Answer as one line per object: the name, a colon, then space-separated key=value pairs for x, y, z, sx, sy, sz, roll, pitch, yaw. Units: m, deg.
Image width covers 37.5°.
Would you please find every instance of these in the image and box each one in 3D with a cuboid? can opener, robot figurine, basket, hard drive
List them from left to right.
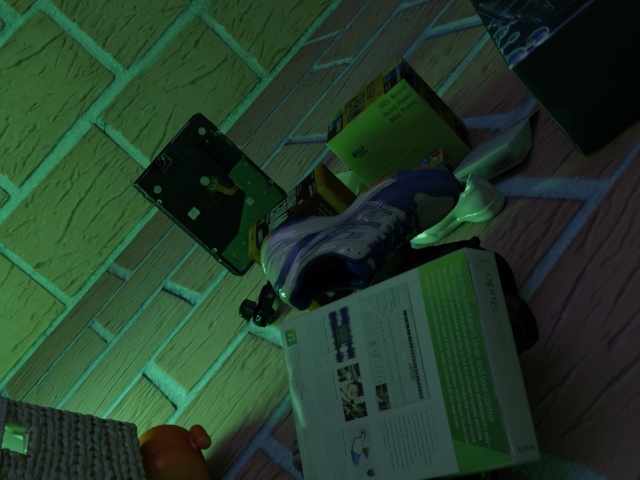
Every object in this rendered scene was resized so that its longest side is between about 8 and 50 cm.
basket: x=-0.432 y=0.455 z=1.470 sx=0.328 sy=0.267 sz=0.331 roll=-141 pitch=62 yaw=-71
robot figurine: x=-0.259 y=0.397 z=1.616 sx=0.158 sy=0.128 sz=0.219 roll=-13 pitch=14 yaw=-14
hard drive: x=-0.247 y=-0.107 z=2.263 sx=0.237 sy=0.339 sz=0.064 roll=-52 pitch=18 yaw=-13
can opener: x=-0.115 y=0.121 z=1.967 sx=0.059 sy=0.073 sz=0.186 roll=-47 pitch=8 yaw=25

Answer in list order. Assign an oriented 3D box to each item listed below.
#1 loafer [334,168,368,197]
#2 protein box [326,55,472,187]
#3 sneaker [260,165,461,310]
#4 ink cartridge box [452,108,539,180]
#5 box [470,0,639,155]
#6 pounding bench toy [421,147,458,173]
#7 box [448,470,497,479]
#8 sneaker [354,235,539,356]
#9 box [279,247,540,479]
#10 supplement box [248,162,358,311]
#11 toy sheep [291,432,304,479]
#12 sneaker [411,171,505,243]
loafer: x=0.060 y=-0.100 z=1.983 sx=0.268 sy=0.092 sz=0.102 roll=-54 pitch=21 yaw=-20
protein box: x=0.151 y=-0.206 z=1.838 sx=0.200 sy=0.201 sz=0.136 roll=-39 pitch=21 yaw=21
sneaker: x=0.069 y=0.007 z=1.288 sx=0.297 sy=0.111 sz=0.131 roll=-27 pitch=41 yaw=1
ink cartridge box: x=0.315 y=-0.156 z=1.674 sx=0.145 sy=0.045 sz=0.179 roll=-31 pitch=7 yaw=39
box: x=0.433 y=-0.376 z=1.515 sx=0.293 sy=0.212 sz=0.395 roll=-39 pitch=28 yaw=19
pounding bench toy: x=0.220 y=-0.121 z=1.734 sx=0.052 sy=0.065 sz=0.083 roll=-37 pitch=22 yaw=25
box: x=0.103 y=0.317 z=1.123 sx=0.233 sy=0.059 sz=0.183 roll=-34 pitch=22 yaw=30
sneaker: x=0.170 y=0.087 z=1.337 sx=0.202 sy=0.185 sz=0.483 roll=-25 pitch=21 yaw=-3
box: x=0.087 y=0.166 z=1.091 sx=0.322 sy=0.059 sz=0.232 roll=-26 pitch=67 yaw=44
supplement box: x=0.000 y=0.000 z=1.761 sx=0.194 sy=0.191 sz=0.129 roll=-42 pitch=20 yaw=14
toy sheep: x=0.003 y=0.291 z=1.348 sx=0.091 sy=0.091 sz=0.132 roll=-29 pitch=31 yaw=40
sneaker: x=0.208 y=-0.064 z=1.603 sx=0.212 sy=0.094 sz=0.080 roll=-26 pitch=30 yaw=46
